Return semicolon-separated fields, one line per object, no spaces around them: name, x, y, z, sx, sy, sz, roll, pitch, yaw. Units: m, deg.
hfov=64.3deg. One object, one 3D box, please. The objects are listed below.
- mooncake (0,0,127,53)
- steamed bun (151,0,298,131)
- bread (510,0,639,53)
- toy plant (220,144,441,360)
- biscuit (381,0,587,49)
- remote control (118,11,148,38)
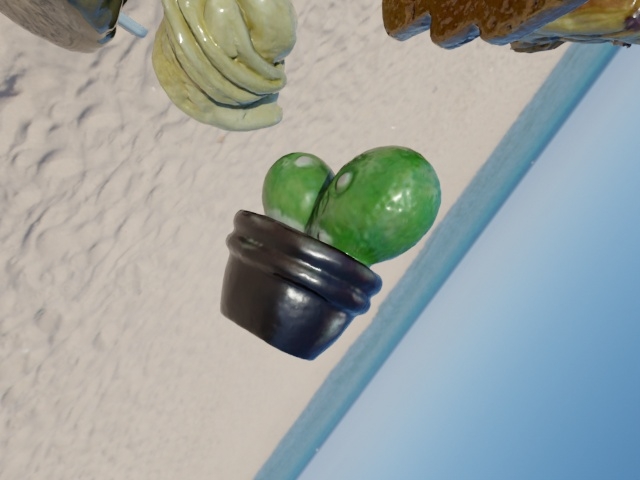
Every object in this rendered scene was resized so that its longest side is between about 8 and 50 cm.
mooncake;-0.425;-0.436;0.773;0.290;0.290;0.161;72;42;-73
steamed bun;-0.165;-0.387;1.021;0.324;0.230;0.373;-36;147;-42
bread;0.426;-0.452;0.842;0.167;0.324;0.278;10;92;-60
toy plant;0.000;0.000;0.539;0.175;0.218;0.235;32;81;-47
biscuit;0.161;-0.297;0.500;0.043;0.302;0.278;-5;138;-29
remote control;-0.650;-0.708;1.583;0.244;0.087;0.047;25;97;-46
